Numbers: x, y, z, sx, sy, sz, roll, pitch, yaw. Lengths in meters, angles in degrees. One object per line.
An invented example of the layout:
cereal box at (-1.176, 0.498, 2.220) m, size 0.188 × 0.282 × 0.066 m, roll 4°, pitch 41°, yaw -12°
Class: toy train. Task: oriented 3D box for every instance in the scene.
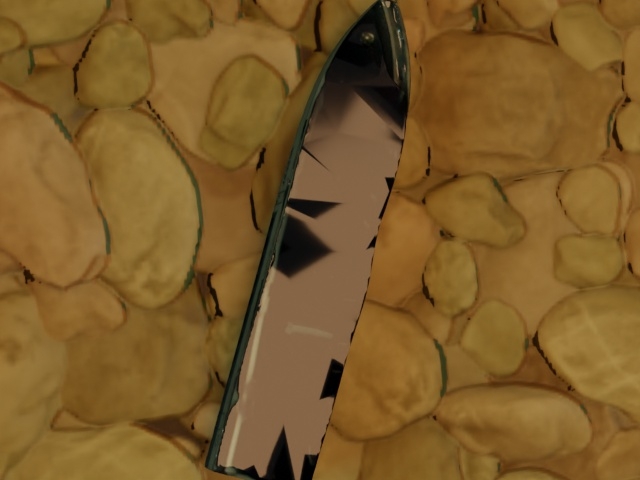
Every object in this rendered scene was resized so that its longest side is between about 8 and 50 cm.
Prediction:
toy train at (0.000, 0.000, 0.782) m, size 0.055 × 0.048 × 0.251 m, roll 17°, pitch 82°, yaw -9°
